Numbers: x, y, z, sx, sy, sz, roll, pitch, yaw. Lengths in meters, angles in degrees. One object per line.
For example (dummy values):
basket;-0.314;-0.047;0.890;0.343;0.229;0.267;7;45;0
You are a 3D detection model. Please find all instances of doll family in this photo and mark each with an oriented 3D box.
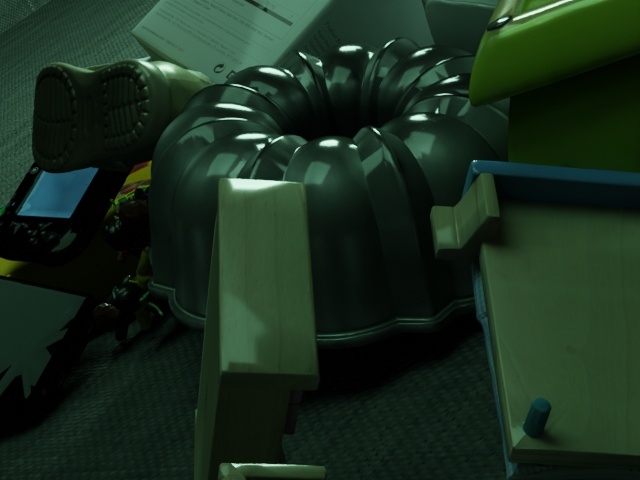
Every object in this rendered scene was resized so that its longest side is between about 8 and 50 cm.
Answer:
doll family;-0.144;0.006;1.218;0.076;0.193;0.111;18;29;28

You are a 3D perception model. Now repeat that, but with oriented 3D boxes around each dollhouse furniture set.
dollhouse furniture set;0.089;0.124;0.757;0.303;0.198;0.286;3;43;-6

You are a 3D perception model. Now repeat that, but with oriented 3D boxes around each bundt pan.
bundt pan;0.020;-0.056;1.074;0.330;0.124;0.331;-8;27;4

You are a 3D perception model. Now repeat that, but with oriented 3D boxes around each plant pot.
plant pot;0.226;-0.095;0.918;0.228;0.207;0.227;-18;22;26

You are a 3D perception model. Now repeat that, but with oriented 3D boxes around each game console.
game console;-0.272;0.001;1.311;0.213;0.044;0.361;10;54;22

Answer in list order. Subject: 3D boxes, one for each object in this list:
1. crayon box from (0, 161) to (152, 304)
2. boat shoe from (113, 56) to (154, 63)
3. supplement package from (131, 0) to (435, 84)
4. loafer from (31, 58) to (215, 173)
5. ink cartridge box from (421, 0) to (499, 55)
crayon box;-0.223;-0.004;1.445;0.202;0.081;0.318;-29;20;-7
boat shoe;-0.239;-0.217;2.011;0.228;0.080;0.076;-1;49;45
supplement package;0.007;-0.219;1.356;0.293;0.177;0.175;-48;50;-9
loafer;-0.173;-0.104;1.250;0.092;0.102;0.268;3;2;-33
ink cartridge box;0.267;-0.214;1.197;0.226;0.131;0.306;16;49;44
